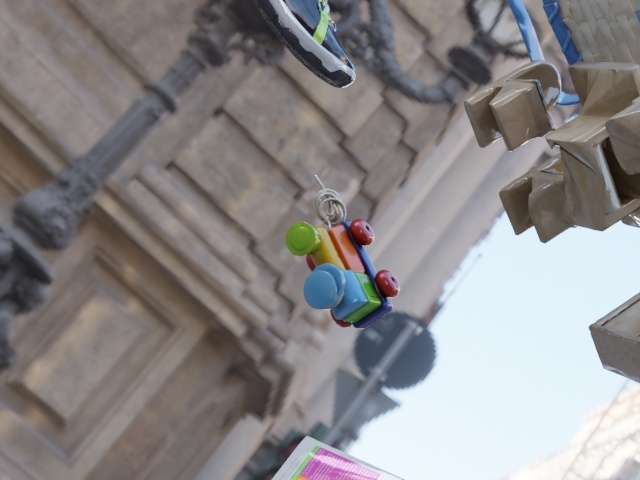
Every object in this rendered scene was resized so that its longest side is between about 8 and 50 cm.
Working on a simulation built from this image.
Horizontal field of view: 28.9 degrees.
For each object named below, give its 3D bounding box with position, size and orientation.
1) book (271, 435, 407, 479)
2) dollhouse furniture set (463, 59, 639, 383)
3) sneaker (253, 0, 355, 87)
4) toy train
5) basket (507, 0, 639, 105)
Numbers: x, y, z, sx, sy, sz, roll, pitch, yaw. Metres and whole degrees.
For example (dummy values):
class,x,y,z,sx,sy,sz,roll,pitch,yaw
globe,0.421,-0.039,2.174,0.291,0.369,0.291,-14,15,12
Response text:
class,x,y,z,sx,sy,sz,roll,pitch,yaw
book,0.018,0.245,1.147,0.144,0.096,0.035,18,-27,39
dollhouse furniture set,0.429,-0.050,1.510,0.362,0.256,0.394,20,-43,63
sneaker,-0.025,-0.253,1.154,0.234,0.097,0.084,53,2,-4
toy train,0.000,0.000,1.736,0.143,0.105,0.248,15,44,-57
basket,0.356,-0.289,1.557,0.289,0.201,0.254,0,-54,48
